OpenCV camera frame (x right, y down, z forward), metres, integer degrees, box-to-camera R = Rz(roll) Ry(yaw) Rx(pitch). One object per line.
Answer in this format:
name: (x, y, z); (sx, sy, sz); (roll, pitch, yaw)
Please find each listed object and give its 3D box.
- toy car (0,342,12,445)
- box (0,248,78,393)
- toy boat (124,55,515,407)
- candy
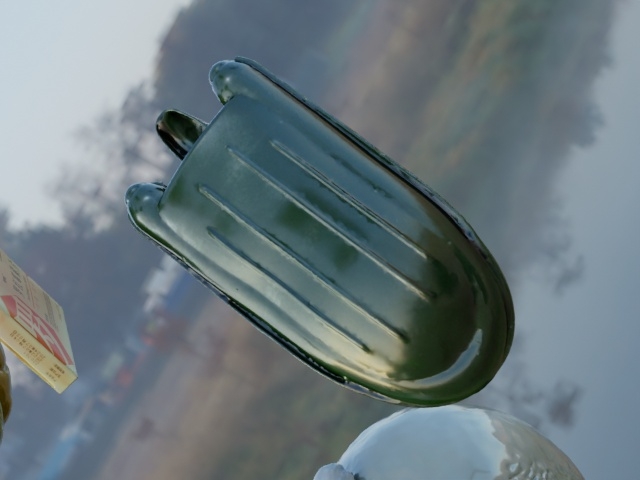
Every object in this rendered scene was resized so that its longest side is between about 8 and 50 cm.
toy car: (-0.279, 0.073, 1.057); (0.248, 0.200, 0.142); (-13, 31, 26)
box: (-0.152, 0.038, 0.971); (0.015, 0.058, 0.093); (-41, 23, 4)
toy boat: (0.000, 0.000, 0.903); (0.104, 0.210, 0.052); (-55, -16, 3)
candy: (0.112, 0.243, 1.301); (0.185, 0.295, 0.295); (-22, -14, -21)
